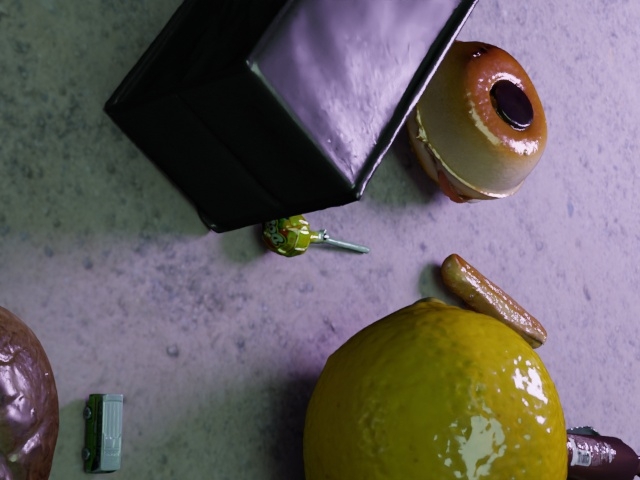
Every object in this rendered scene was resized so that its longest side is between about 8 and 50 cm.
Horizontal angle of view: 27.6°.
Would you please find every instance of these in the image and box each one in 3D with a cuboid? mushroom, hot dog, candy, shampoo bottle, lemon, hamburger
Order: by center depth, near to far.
[{"bbox_3d":[-0.340,0.182,1.184,0.278,0.146,0.278,-15,107,-61],"label":"mushroom"},{"bbox_3d":[0.132,0.243,1.514,0.336,0.336,0.336,8,79,-42],"label":"lemon"},{"bbox_3d":[0.000,0.000,1.604,0.194,0.058,0.062,12,44,-51],"label":"candy"},{"bbox_3d":[0.203,-0.163,1.743,0.237,0.147,0.236,21,58,-37],"label":"hamburger"},{"bbox_3d":[0.384,0.301,1.788,0.236,0.067,0.068,17,95,-41],"label":"shampoo bottle"},{"bbox_3d":[0.236,0.093,1.801,0.216,0.047,0.066,36,24,-34],"label":"hot dog"}]

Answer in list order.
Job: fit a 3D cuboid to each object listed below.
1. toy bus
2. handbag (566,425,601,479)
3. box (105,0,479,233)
[{"bbox_3d":[-0.227,0.202,1.363,0.031,0.037,0.083,8,79,-41],"label":"toy bus"},{"bbox_3d":[0.303,0.395,1.799,0.248,0.079,0.260,-2,86,-42],"label":"handbag"},{"bbox_3d":[-0.025,-0.213,1.465,0.204,0.251,0.345,48,55,-27],"label":"box"}]
